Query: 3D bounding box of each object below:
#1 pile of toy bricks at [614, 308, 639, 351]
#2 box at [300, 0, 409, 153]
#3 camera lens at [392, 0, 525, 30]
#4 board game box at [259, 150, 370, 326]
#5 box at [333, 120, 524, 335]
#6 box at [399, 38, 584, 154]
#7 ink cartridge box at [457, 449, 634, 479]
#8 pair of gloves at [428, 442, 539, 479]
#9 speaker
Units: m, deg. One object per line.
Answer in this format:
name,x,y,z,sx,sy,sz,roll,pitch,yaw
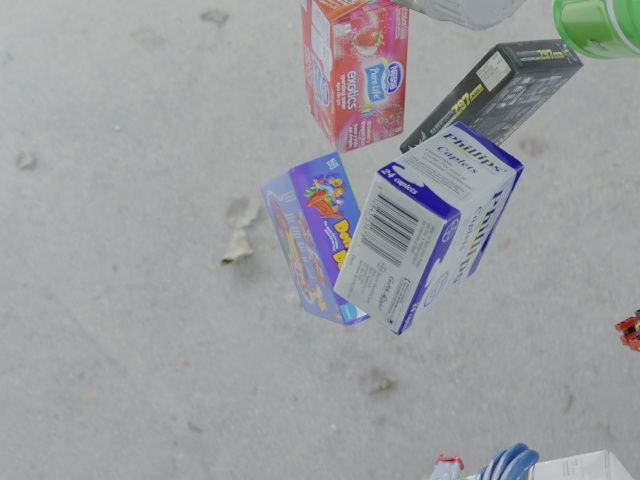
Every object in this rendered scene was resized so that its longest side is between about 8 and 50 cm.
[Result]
pile of toy bricks,0.543,0.133,1.439,0.212,0.118,0.105,-25,92,-13
box,0.050,-0.272,1.483,0.123,0.256,0.128,-19,52,-13
camera lens,0.067,-0.328,0.833,0.274,0.219,0.219,36,71,23
board game box,0.000,0.000,1.519,0.078,0.347,0.233,-21,93,-10
box,0.090,-0.012,0.817,0.072,0.126,0.137,35,40,20
box,0.249,-0.196,1.449,0.183,0.232,0.059,-14,66,-45
ink cartridge box,0.266,0.337,1.177,0.220,0.160,0.092,-18,48,27
pair of gloves,0.105,0.239,0.837,0.023,0.198,0.159,42,60,-8
speaker,0.328,-0.250,1.032,0.131,0.131,0.296,-15,10,3
